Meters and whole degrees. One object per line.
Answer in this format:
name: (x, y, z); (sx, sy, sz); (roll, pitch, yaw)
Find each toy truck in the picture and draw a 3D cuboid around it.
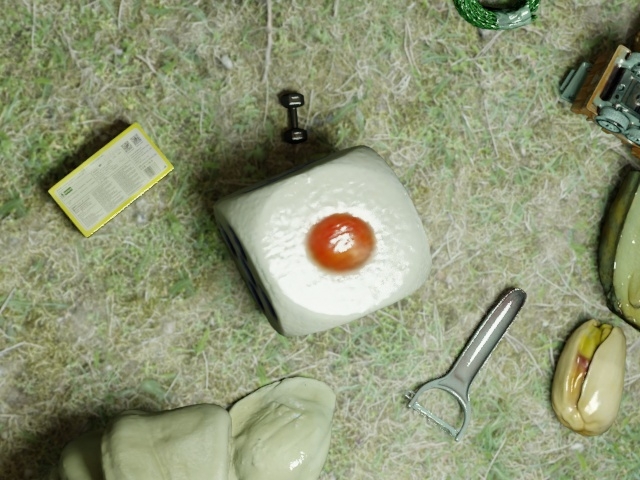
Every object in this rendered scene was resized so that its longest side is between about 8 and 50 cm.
toy truck: (0.584, -0.193, 1.774); (0.338, 0.184, 0.133); (30, 87, -14)

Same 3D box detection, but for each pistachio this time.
pistachio: (0.469, 0.239, 1.787); (0.145, 0.117, 0.201); (25, 74, -50)

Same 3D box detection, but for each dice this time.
dice: (0.000, 0.000, 1.600); (0.259, 0.251, 0.243); (-25, 98, -12)

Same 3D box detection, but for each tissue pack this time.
tissue pack: (-0.328, -0.094, 1.616); (0.176, 0.062, 0.095); (-41, 97, -9)

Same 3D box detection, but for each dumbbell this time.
dumbbell: (-0.043, -0.201, 1.696); (0.036, 0.040, 0.083); (-6, 92, -43)

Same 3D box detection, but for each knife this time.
knife: (0.258, 0.194, 1.762); (0.123, 0.053, 0.278); (36, 82, -7)

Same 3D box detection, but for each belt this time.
belt: (0.302, -0.419, 1.761); (0.151, 0.079, 0.121); (15, 97, -2)

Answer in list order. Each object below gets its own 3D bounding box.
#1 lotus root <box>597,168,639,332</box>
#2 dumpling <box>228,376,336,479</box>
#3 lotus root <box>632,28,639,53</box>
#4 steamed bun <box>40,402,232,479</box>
lotus root: (0.602, 0.043, 1.790); (0.267, 0.149, 0.260); (21, 94, -10)
dumpling: (-0.076, 0.326, 1.653); (0.179, 0.131, 0.252); (22, 73, 9)
lotus root: (0.687, -0.302, 1.789); (0.290, 0.193, 0.193); (20, 86, -12)
steamed bun: (-0.290, 0.408, 1.487); (0.255, 0.368, 0.343); (14, 54, -14)
